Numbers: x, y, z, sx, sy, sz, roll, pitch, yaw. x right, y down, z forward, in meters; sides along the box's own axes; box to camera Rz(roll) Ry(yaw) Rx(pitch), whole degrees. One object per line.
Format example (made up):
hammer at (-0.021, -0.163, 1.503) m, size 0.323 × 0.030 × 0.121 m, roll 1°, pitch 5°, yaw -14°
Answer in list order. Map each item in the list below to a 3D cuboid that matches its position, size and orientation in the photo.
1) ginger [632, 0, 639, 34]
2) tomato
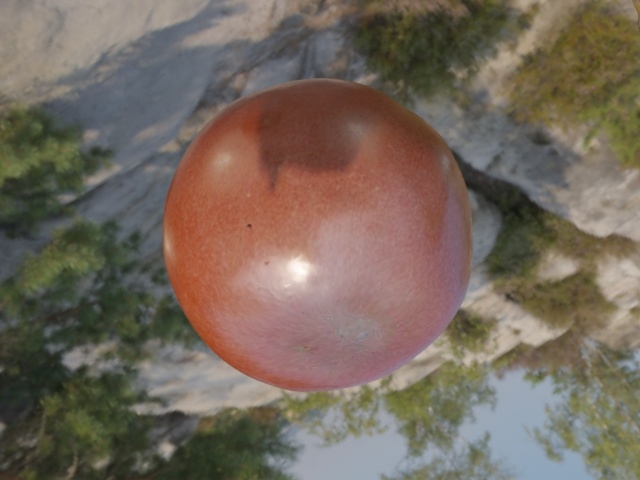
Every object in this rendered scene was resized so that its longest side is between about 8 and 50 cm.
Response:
ginger at (0.280, -0.233, 0.585) m, size 0.123 × 0.193 × 0.115 m, roll -18°, pitch -169°, yaw -5°
tomato at (0.000, 0.000, 0.660) m, size 0.256 × 0.256 × 0.224 m, roll -42°, pitch -150°, yaw 35°
